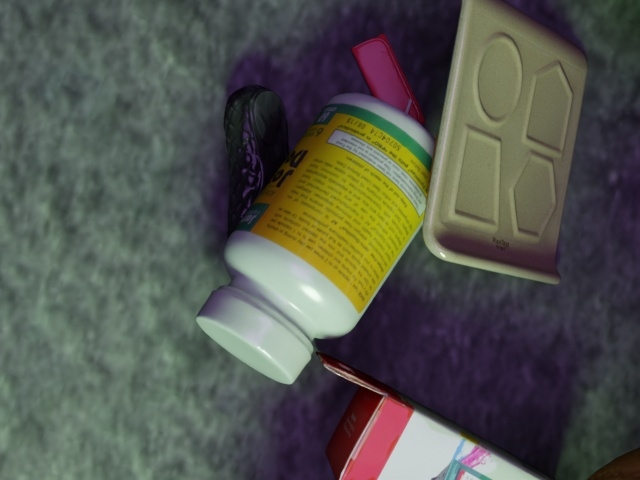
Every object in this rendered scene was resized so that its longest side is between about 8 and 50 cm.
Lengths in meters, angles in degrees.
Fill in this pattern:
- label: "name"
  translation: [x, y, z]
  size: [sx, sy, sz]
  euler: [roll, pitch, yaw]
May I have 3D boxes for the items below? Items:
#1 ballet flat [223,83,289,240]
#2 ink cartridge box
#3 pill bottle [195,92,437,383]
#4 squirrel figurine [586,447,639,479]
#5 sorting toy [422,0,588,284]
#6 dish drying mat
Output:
- label: "ballet flat"
  translation: [-0.053, -0.040, 0.864]
  size: [0.057, 0.049, 0.173]
  euler: [1, 93, -35]
- label: "ink cartridge box"
  translation: [0.084, 0.175, 0.814]
  size: [0.231, 0.134, 0.078]
  euler: [29, 87, -2]
- label: "pill bottle"
  translation: [0.000, 0.000, 0.803]
  size: [0.117, 0.117, 0.208]
  euler: [35, 74, -2]
- label: "squirrel figurine"
  translation: [0.252, 0.324, 0.653]
  size: [0.281, 0.397, 0.371]
  euler: [-17, 64, -13]
- label: "sorting toy"
  translation: [0.144, -0.078, 0.825]
  size: [0.038, 0.193, 0.208]
  euler: [3, 84, 40]
- label: "dish drying mat"
  translation: [0.058, -0.131, 0.885]
  size: [0.032, 0.008, 0.083]
  euler: [-25, 90, -3]
